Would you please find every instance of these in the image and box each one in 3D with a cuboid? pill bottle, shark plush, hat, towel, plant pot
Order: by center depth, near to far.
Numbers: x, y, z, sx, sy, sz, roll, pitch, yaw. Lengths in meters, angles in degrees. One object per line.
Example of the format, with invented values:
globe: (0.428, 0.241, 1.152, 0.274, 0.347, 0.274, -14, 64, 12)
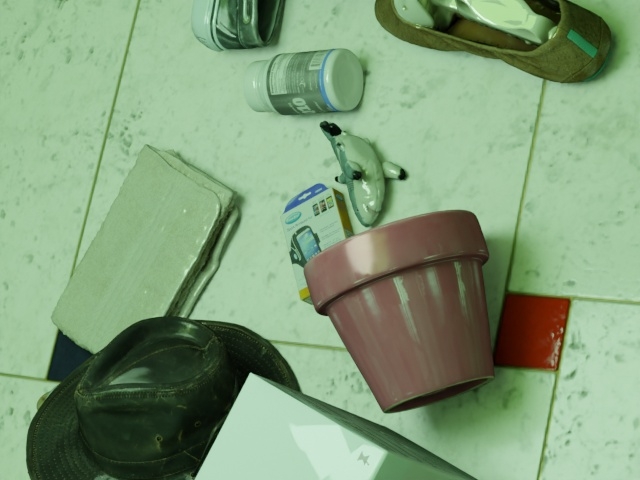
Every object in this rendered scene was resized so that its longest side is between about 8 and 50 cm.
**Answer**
plant pot: (0.102, 0.084, 1.865, 0.201, 0.201, 0.180, -24, 77, 26)
hat: (-0.193, 0.180, 1.974, 0.331, 0.134, 0.331, -6, 48, 6)
shark plush: (0.029, -0.090, 2.056, 0.161, 0.073, 0.067, 47, 132, 32)
pill bottle: (-0.023, -0.194, 2.111, 0.137, 0.078, 0.078, -1, 73, 35)
towel: (-0.224, 0.028, 2.193, 0.187, 0.049, 0.282, 33, 94, 40)

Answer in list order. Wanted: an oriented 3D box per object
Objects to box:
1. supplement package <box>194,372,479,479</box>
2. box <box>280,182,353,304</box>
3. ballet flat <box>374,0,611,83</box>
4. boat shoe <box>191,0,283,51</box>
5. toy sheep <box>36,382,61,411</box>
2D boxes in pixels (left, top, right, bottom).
supplement package: (0.022, 0.290, 1.785, 0.198, 0.262, 0.199, 27, 89, 38)
box: (0.000, 0.000, 2.058, 0.081, 0.028, 0.136, -28, 57, 24)
ballet flat: (0.174, -0.267, 1.971, 0.342, 0.124, 0.116, 27, 90, 39)
boat shoe: (-0.068, -0.402, 2.212, 0.119, 0.121, 0.335, 11, 90, 28)
toy sheep: (-0.303, 0.224, 2.155, 0.132, 0.091, 0.091, 17, 84, 24)
